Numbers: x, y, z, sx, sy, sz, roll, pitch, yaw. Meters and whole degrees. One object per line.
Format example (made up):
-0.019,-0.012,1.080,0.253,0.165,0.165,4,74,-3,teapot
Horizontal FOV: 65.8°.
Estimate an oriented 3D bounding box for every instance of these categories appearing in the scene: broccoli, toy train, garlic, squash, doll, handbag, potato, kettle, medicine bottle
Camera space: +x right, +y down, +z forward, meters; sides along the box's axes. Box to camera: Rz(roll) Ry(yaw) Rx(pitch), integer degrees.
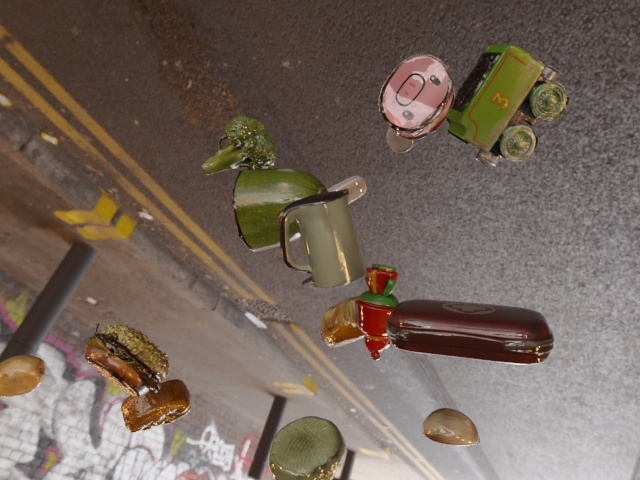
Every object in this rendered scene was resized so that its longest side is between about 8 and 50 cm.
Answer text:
-0.292,-0.359,1.975,0.254,0.185,0.302,23,152,-24,broccoli
0.502,-0.367,1.361,0.249,0.173,0.307,26,108,-14,toy train
0.461,0.655,1.702,0.207,0.127,0.115,13,-169,8,garlic
-0.102,-0.124,1.732,0.309,0.310,0.310,-6,143,20,squash
0.209,0.268,1.834,0.160,0.362,0.183,-3,-174,-25,doll
0.239,-0.352,1.229,0.179,0.205,0.116,46,-159,19,handbag
-0.930,0.415,1.511,0.178,0.109,0.118,-17,98,12,potato
0.000,0.000,1.397,0.165,0.241,0.255,21,127,65,kettle
0.324,-0.393,1.785,0.107,0.191,0.106,19,127,28,medicine bottle

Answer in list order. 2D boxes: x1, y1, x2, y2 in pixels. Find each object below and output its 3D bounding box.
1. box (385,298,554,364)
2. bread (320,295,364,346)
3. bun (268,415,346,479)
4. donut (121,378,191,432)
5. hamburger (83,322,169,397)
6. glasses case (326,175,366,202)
0.373,0.224,1.263,0.405,0.108,0.263,3,-175,19,box
0.132,0.368,2.161,0.236,0.183,0.388,1,156,-14,bread
-0.030,0.534,1.214,0.196,0.195,0.118,4,117,26,bun
-0.523,0.532,1.584,0.227,0.113,0.226,-21,161,-7,donut
-0.515,0.314,1.327,0.243,0.138,0.262,42,148,-12,hamburger
0.078,-0.182,2.004,0.234,0.059,0.092,-26,125,-1,glasses case
